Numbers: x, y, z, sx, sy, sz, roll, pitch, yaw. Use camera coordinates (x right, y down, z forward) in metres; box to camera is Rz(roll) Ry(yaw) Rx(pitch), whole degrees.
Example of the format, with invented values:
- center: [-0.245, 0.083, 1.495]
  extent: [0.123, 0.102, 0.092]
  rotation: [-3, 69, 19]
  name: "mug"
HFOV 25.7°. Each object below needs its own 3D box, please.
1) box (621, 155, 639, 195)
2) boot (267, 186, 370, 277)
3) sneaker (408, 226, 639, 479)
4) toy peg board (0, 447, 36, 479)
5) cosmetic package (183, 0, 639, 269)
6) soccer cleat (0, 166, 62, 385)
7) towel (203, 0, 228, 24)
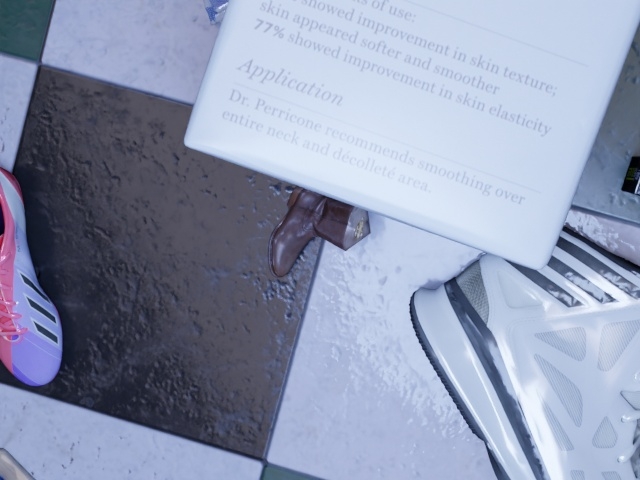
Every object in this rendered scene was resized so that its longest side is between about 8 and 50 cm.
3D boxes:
- center: [0.391, -0.038, 1.346]
  extent: [0.191, 0.184, 0.045]
  rotation: [16, 93, 6]
  name: "box"
- center: [0.000, 0.000, 1.447]
  extent: [0.114, 0.037, 0.106]
  rotation: [20, 95, 47]
  name: "boot"
- center: [0.301, 0.186, 1.378]
  extent: [0.258, 0.169, 0.447]
  rotation: [-32, 86, 10]
  name: "sneaker"
- center: [-0.357, 0.344, 1.528]
  extent: [0.161, 0.079, 0.160]
  rotation: [44, 98, 3]
  name: "toy peg board"
- center: [0.101, -0.219, 1.286]
  extent: [0.330, 0.327, 0.393]
  rotation: [20, 95, -1]
  name: "cosmetic package"
- center: [-0.339, 0.039, 1.501]
  extent: [0.083, 0.095, 0.248]
  rotation: [-12, 91, 9]
  name: "soccer cleat"
- center: [-0.078, -0.393, 1.472]
  extent: [0.209, 0.034, 0.285]
  rotation: [-25, 89, 8]
  name: "towel"
